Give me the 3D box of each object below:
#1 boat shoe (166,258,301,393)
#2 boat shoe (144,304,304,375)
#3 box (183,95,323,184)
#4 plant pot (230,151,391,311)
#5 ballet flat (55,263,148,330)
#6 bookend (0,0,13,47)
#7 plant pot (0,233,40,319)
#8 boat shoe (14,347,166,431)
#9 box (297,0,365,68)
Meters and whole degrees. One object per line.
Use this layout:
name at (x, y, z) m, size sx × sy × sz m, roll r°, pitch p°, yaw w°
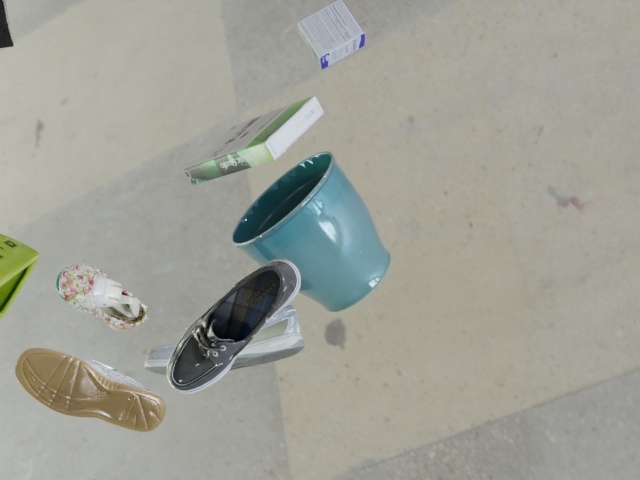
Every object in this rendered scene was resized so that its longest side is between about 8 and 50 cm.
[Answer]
boat shoe at (-0.117, 0.111, 0.988) m, size 0.228 × 0.076 × 0.080 m, roll -41°, pitch 81°, yaw 9°
boat shoe at (-0.196, 0.206, 1.582) m, size 0.320 × 0.118 × 0.103 m, roll -10°, pitch 71°, yaw -8°
box at (-0.170, -0.248, 1.967) m, size 0.322 × 0.058 × 0.232 m, roll -12°, pitch 28°, yaw 45°
plant pot at (0.000, 0.000, 1.619) m, size 0.271 × 0.255 × 0.271 m, roll -37°, pitch 20°, yaw 16°
ballet flat at (-0.375, 0.099, 1.386) m, size 0.077 × 0.241 × 0.091 m, roll 1°, pitch 72°, yaw 13°
bookend at (-0.776, -0.500, 1.732) m, size 0.157 × 0.072 × 0.156 m, roll -12°, pitch 63°, yaw -16°
plant pot at (-0.808, 0.090, 1.753) m, size 0.228 × 0.207 × 0.227 m, roll -53°, pitch 5°, yaw 22°
boat shoe at (-0.415, 0.265, 1.407) m, size 0.098 × 0.277 × 0.096 m, roll -61°, pitch 23°, yaw -3°
box at (0.029, -0.545, 2.067) m, size 0.137 × 0.072 × 0.126 m, roll -30°, pitch 74°, yaw -3°
